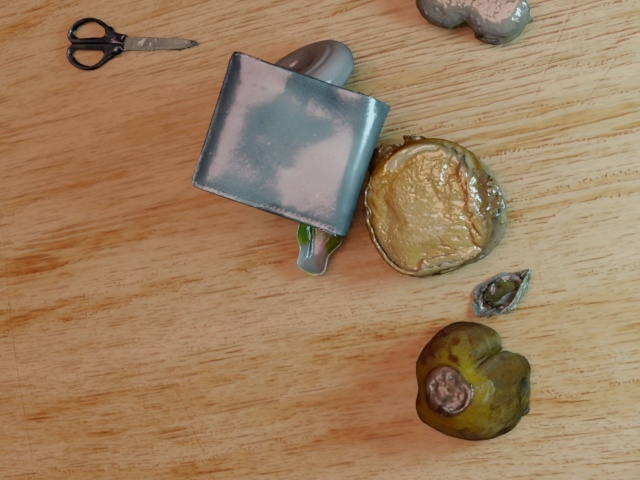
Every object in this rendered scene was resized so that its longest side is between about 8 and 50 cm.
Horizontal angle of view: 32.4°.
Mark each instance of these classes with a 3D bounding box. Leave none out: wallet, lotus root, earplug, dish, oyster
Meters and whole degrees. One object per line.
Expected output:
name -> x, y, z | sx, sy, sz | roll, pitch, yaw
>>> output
wallet -> -0.052, -0.162, 1.890 | 0.290, 0.054, 0.251 | 17, 93, -3
lotus root -> 0.242, 0.235, 1.853 | 0.188, 0.180, 0.199 | 2, 85, 24
earplug -> -0.048, -0.223, 2.016 | 0.214, 0.175, 0.325 | 21, 87, 59
dish -> 0.000, 0.000, 2.038 | 0.091, 0.039, 0.137 | 14, 90, 16
oyster -> 0.315, 0.093, 1.922 | 0.100, 0.037, 0.098 | 0, 65, 40

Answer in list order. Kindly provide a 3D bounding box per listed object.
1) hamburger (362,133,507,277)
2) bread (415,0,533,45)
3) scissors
hamburger -> 0.184, -0.062, 1.925 | 0.286, 0.146, 0.243 | 29, 101, 14
bread -> 0.240, -0.491, 1.974 | 0.183, 0.102, 0.337 | -28, 78, 19
scissors -> -0.382, -0.399, 2.231 | 0.300, 0.022, 0.109 | 3, 89, 19
